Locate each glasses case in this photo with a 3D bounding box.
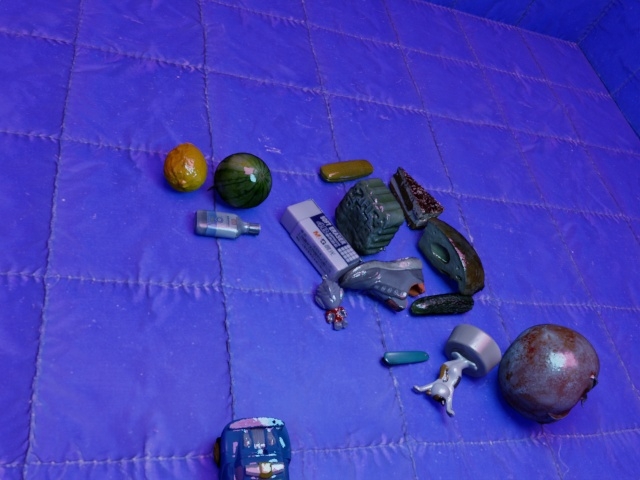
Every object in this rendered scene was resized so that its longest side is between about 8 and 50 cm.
[{"bbox_3d":[0.103,-0.266,2.248,0.234,0.064,0.079,-13,58,-33],"label":"glasses case"}]

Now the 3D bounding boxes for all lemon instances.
[{"bbox_3d":[-0.438,-0.238,1.912,0.142,0.142,0.187,10,54,-19],"label":"lemon"}]

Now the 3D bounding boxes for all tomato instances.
[{"bbox_3d":[0.717,0.417,1.850,0.317,0.316,0.282,-26,59,-38],"label":"tomato"}]

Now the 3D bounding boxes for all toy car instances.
[{"bbox_3d":[-0.146,0.576,1.404,0.198,0.166,0.314,4,54,-19],"label":"toy car"}]

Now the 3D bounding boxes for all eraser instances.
[{"bbox_3d":[0.000,0.000,1.976,0.130,0.086,0.287,-23,67,-39],"label":"eraser"}]

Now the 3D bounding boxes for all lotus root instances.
[{"bbox_3d":[0.483,0.040,2.107,0.314,0.142,0.210,46,36,21],"label":"lotus root"}]

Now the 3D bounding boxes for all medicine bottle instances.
[{"bbox_3d":[-0.298,-0.048,1.889,0.209,0.053,0.090,7,52,-22],"label":"medicine bottle"}]

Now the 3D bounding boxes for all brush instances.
[{"bbox_3d":[0.267,0.372,1.856,0.193,0.032,0.043,6,47,-37],"label":"brush"}]

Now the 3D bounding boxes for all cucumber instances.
[{"bbox_3d":[0.409,0.219,2.011,0.241,0.074,0.074,-1,55,-26],"label":"cucumber"}]

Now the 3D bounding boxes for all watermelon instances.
[{"bbox_3d":[-0.261,-0.196,1.948,0.188,0.215,0.188,4,85,-43],"label":"watermelon"}]

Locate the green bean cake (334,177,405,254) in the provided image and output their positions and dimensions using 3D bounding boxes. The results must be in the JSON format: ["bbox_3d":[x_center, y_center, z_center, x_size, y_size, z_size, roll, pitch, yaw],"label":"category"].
[{"bbox_3d":[0.164,-0.075,2.023,0.125,0.227,0.222,-14,61,-39],"label":"green bean cake"}]

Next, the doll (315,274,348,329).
[{"bbox_3d":[0.036,0.194,1.854,0.094,0.079,0.180,-18,75,-9],"label":"doll"}]

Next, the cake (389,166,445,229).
[{"bbox_3d":[0.373,-0.163,2.271,0.135,0.112,0.246,0,51,-29],"label":"cake"}]

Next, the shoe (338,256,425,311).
[{"bbox_3d":[0.215,0.160,1.942,0.337,0.132,0.171,-5,66,-32],"label":"shoe"}]

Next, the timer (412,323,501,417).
[{"bbox_3d":[0.418,0.409,1.831,0.175,0.175,0.266,43,61,10],"label":"timer"}]
